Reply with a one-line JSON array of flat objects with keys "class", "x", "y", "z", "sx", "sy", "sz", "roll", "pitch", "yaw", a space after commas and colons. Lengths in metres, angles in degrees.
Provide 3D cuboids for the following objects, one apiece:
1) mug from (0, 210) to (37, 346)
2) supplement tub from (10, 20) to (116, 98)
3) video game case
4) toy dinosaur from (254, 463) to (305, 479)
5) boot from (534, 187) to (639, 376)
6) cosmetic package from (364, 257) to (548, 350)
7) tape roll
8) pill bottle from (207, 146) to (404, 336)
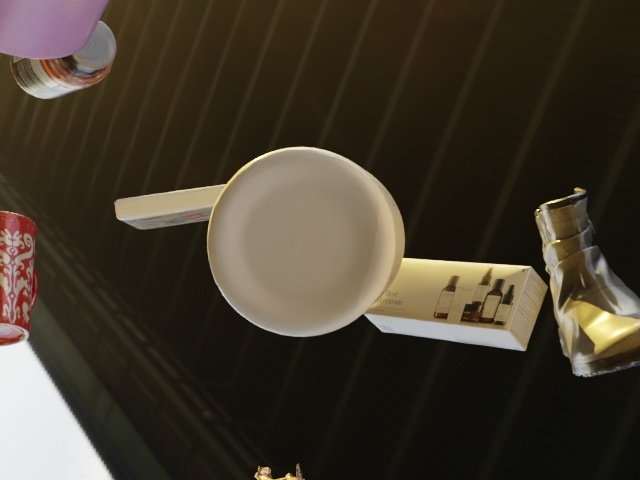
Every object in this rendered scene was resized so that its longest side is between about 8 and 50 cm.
[{"class": "mug", "x": -0.450, "y": 0.062, "z": 1.380, "sx": 0.113, "sy": 0.150, "sz": 0.169, "roll": -28, "pitch": -122, "yaw": 33}, {"class": "supplement tub", "x": -0.363, "y": -0.265, "z": 1.372, "sx": 0.198, "sy": 0.106, "sz": 0.106, "roll": 0, "pitch": -102, "yaw": 54}, {"class": "video game case", "x": -0.124, "y": -0.045, "z": 1.174, "sx": 0.206, "sy": 0.227, "sz": 0.026, "roll": 145, "pitch": -63, "yaw": -85}, {"class": "toy dinosaur", "x": -0.042, "y": 0.389, "z": 1.482, "sx": 0.211, "sy": 0.112, "sz": 0.064, "roll": -21, "pitch": -134, "yaw": 62}, {"class": "boot", "x": 0.339, "y": 0.045, "z": 1.221, "sx": 0.338, "sy": 0.118, "sz": 0.222, "roll": 159, "pitch": -84, "yaw": -88}, {"class": "cosmetic package", "x": 0.178, "y": 0.081, "z": 1.304, "sx": 0.239, "sy": 0.060, "sz": 0.098, "roll": 2, "pitch": -123, "yaw": 43}, {"class": "tape roll", "x": -0.297, "y": -0.271, "z": 0.934, "sx": 0.080, "sy": 0.189, "sz": 0.189, "roll": -49, "pitch": -137, "yaw": 36}, {"class": "pill bottle", "x": 0.000, "y": 0.000, "z": 0.755, "sx": 0.229, "sy": 0.131, "sz": 0.131, "roll": -3, "pitch": 110, "yaw": -82}]
